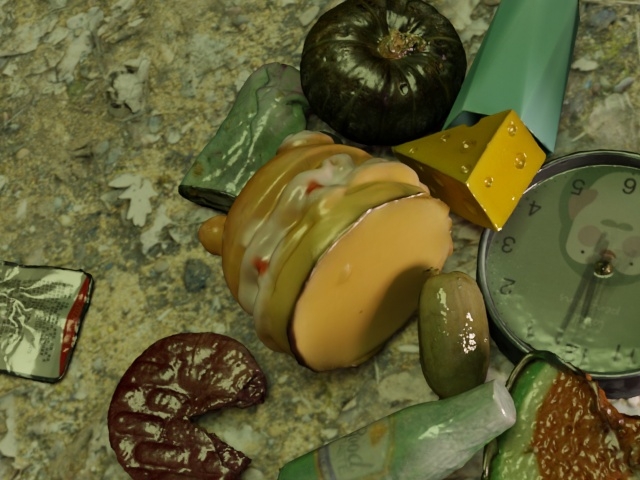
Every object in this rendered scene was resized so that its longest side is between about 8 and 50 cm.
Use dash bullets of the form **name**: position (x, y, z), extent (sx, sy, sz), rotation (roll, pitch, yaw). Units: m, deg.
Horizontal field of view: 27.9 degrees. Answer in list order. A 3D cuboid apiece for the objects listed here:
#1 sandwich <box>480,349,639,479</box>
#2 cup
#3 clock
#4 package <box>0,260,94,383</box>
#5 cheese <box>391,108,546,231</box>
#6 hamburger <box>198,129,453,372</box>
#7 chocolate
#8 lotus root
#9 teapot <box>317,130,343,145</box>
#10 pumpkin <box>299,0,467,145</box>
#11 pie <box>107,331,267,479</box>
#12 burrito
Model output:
- **sandwich**: position (0.282, 0.266, 1.447), extent (0.212, 0.109, 0.292), rotation (-17, 60, 11)
- **cup**: position (0.262, -0.225, 1.688), extent (0.134, 0.148, 0.235), rotation (25, 69, -11)
- **clock**: position (0.347, 0.036, 1.578), extent (0.319, 0.066, 0.318), rotation (-5, 64, 11)
- **package**: position (-0.433, 0.101, 1.754), extent (0.232, 0.040, 0.166), rotation (9, 70, 9)
- **cheese**: position (0.172, -0.090, 1.628), extent (0.171, 0.093, 0.126), rotation (4, 54, 50)
- **hamburger**: position (0.000, 0.000, 1.581), extent (0.276, 0.276, 0.237), rotation (-44, 52, -10)
- **chocolate**: position (0.089, 0.244, 1.463), extent (0.291, 0.110, 0.110), rotation (-31, 59, 22)
- **lotus root**: position (0.162, 0.128, 1.550), extent (0.077, 0.090, 0.183), rotation (-2, 91, 53)
- **teapot**: position (-0.009, -0.092, 1.741), extent (0.043, 0.043, 0.110), rotation (18, 72, 21)
- **pumpkin**: position (0.084, -0.232, 1.716), extent (0.224, 0.157, 0.223), rotation (2, 67, -6)
- **pie**: position (-0.166, 0.219, 1.620), extent (0.204, 0.054, 0.218), rotation (20, 73, 22)
- **burrito**: position (-0.089, -0.141, 1.761), extent (0.144, 0.089, 0.229), rotation (17, 71, 18)
